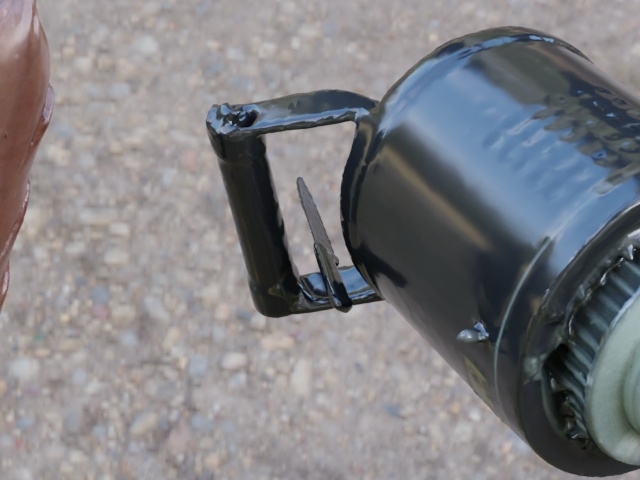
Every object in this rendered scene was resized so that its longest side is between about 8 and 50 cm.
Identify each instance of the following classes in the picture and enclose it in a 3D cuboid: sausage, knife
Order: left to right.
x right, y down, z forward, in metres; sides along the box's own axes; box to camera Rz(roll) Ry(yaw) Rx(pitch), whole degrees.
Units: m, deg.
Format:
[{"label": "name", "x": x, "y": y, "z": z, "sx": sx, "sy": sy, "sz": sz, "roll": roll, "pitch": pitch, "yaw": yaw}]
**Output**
[{"label": "sausage", "x": -0.226, "y": 0.034, "z": 0.920, "sx": 0.088, "sy": 0.433, "sz": 0.088, "roll": 14, "pitch": 29, "yaw": -8}, {"label": "knife", "x": 0.000, "y": 0.000, "z": 1.034, "sx": 0.010, "sy": 0.023, "sz": 0.170, "roll": -39, "pitch": 31, "yaw": 13}]

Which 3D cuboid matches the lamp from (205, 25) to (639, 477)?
[{"label": "lamp", "x": 0.140, "y": 0.010, "z": 0.929, "sx": 0.374, "sy": 0.205, "sz": 0.272, "roll": -13, "pitch": 37, "yaw": -1}]
